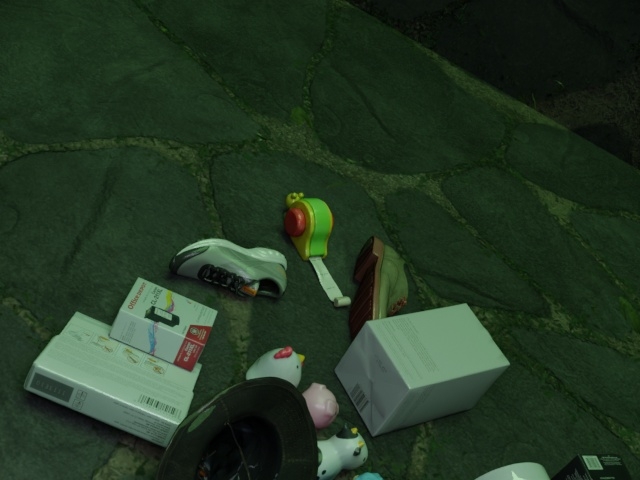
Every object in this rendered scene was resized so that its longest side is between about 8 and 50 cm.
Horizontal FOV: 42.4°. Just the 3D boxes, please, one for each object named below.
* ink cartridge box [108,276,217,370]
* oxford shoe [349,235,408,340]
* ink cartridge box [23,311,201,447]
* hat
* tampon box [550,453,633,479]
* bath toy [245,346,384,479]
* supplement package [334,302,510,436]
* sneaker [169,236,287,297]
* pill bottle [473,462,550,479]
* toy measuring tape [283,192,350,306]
[{"bbox_3d":[-0.304,0.161,1.603,0.175,0.072,0.127,24,27,-7],"label":"ink cartridge box"},{"bbox_3d":[0.150,0.127,1.904,0.130,0.123,0.348,26,40,-13],"label":"oxford shoe"},{"bbox_3d":[-0.366,0.248,1.504,0.275,0.060,0.239,24,14,-6],"label":"ink cartridge box"},{"bbox_3d":[-0.162,0.378,1.399,0.331,0.332,0.134,-11,11,-39],"label":"hat"},{"bbox_3d":[0.545,0.522,1.686,0.120,0.161,0.101,8,43,-27],"label":"tampon box"},{"bbox_3d":[-0.015,0.340,1.564,0.151,0.129,0.348,-9,52,-37],"label":"bath toy"},{"bbox_3d":[0.215,0.269,1.743,0.292,0.175,0.178,-5,49,-36],"label":"supplement package"},{"bbox_3d":[-0.191,0.066,1.777,0.271,0.100,0.108,8,49,-25],"label":"sneaker"},{"bbox_3d":[0.397,0.613,1.443,0.229,0.229,0.408,6,44,-27],"label":"pill bottle"},{"bbox_3d":[0.000,0.000,1.951,0.121,0.121,0.330,-4,50,-35],"label":"toy measuring tape"}]
